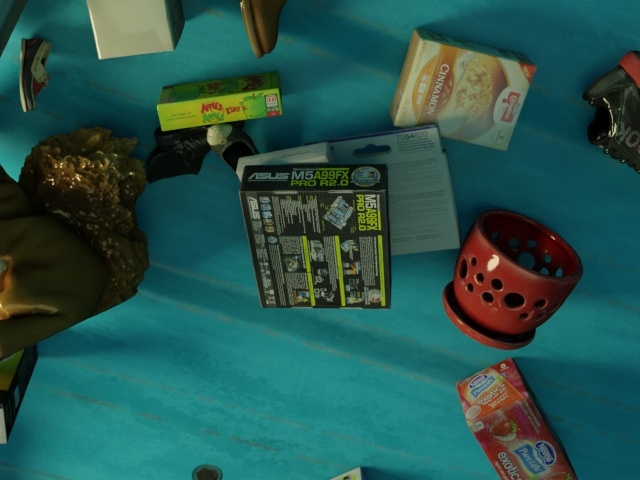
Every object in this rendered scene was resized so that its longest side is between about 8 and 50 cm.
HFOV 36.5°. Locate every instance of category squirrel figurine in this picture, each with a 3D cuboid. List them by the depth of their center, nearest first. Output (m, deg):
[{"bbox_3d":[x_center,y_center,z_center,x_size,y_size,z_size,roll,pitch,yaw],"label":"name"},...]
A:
[{"bbox_3d":[-0.458,-0.035,1.465,0.397,0.281,0.370,-26,91,-31],"label":"squirrel figurine"}]

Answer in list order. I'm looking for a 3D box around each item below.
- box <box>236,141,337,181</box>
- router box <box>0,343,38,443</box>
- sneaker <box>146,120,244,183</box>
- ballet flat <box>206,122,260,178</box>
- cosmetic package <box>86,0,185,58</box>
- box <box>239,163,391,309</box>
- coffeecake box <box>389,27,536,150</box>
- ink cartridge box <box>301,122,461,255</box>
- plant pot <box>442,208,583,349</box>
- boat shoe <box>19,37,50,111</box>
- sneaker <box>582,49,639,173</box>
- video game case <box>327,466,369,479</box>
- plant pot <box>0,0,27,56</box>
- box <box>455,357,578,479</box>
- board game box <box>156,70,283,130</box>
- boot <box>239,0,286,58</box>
[{"bbox_3d":[-0.030,-0.062,1.509,0.145,0.038,0.186,-9,133,15],"label":"box"},{"bbox_3d":[-0.636,0.223,1.568,0.309,0.243,0.081,1,116,-5],"label":"router box"},{"bbox_3d":[-0.198,-0.144,1.523,0.170,0.051,0.089,-11,126,-3],"label":"sneaker"},{"bbox_3d":[-0.118,-0.123,1.506,0.057,0.049,0.173,-32,138,10],"label":"ballet flat"},{"bbox_3d":[-0.269,-0.422,1.319,0.113,0.160,0.309,-6,116,0],"label":"cosmetic package"},{"bbox_3d":[0.000,0.000,1.499,0.216,0.060,0.270,-1,137,6],"label":"box"},{"bbox_3d":[0.217,-0.232,1.494,0.185,0.068,0.142,11,115,-10],"label":"coffeecake box"},{"bbox_3d":[0.101,-0.079,1.551,0.223,0.045,0.224,-6,119,14],"label":"ink cartridge box"},{"bbox_3d":[0.307,0.069,1.588,0.191,0.191,0.174,15,122,-11],"label":"plant pot"},{"bbox_3d":[-0.417,-0.243,1.416,0.043,0.137,0.049,2,143,-16],"label":"boat shoe"},{"bbox_3d":[0.500,-0.157,1.534,0.135,0.097,0.276,-27,113,9],"label":"sneaker"},{"bbox_3d":[0.028,0.597,1.898,0.244,0.061,0.269,-25,115,10],"label":"video game case"},{"bbox_3d":[-0.478,-0.411,1.271,0.248,0.247,0.252,31,94,-17],"label":"plant pot"},{"bbox_3d":[0.361,0.358,1.763,0.122,0.128,0.257,-28,114,10],"label":"box"},{"bbox_3d":[-0.150,-0.212,1.467,0.181,0.092,0.043,-8,115,0],"label":"board game box"},{"bbox_3d":[-0.010,-0.404,1.387,0.220,0.109,0.283,-3,109,-7],"label":"boot"}]
